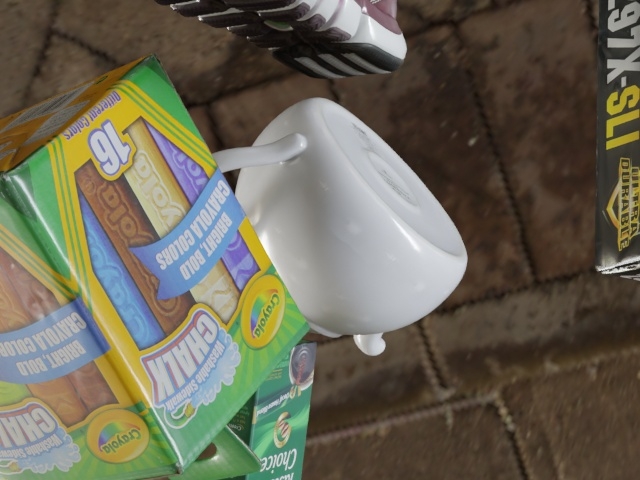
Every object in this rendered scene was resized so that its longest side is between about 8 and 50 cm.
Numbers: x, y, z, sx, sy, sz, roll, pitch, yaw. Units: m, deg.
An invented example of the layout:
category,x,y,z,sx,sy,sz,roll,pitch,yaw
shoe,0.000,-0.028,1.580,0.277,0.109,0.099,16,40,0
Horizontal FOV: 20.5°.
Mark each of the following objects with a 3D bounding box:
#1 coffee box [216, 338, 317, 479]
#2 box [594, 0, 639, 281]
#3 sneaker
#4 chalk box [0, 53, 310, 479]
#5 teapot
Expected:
category,x,y,z,sx,sy,sz,roll,pitch,yaw
coffee box,-0.053,0.185,1.657,0.040,0.113,0.184,10,95,27
box,0.322,-0.114,1.293,0.079,0.257,0.322,-19,64,58
sneaker,-0.032,-0.212,1.075,0.106,0.281,0.162,0,77,27
chalk box,-0.146,0.056,1.197,0.180,0.179,0.289,-16,109,39
teapot,0.000,0.000,1.683,0.187,0.252,0.256,-42,90,14
